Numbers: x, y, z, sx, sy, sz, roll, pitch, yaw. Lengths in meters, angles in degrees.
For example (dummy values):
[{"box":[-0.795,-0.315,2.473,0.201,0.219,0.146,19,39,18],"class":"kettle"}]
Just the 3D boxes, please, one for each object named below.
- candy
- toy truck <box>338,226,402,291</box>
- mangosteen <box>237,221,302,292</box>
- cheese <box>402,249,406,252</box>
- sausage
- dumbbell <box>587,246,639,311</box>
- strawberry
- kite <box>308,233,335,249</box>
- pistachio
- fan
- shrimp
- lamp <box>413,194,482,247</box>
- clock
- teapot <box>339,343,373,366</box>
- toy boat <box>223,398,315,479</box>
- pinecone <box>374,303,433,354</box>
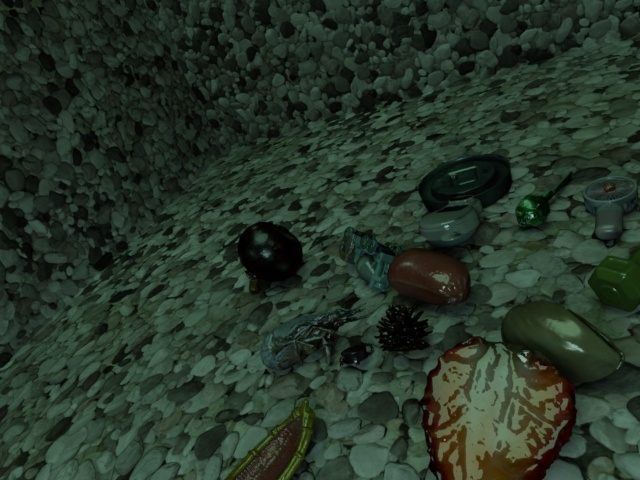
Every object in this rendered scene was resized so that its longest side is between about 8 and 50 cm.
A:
[{"box":[0.683,-0.136,1.508,0.323,0.097,0.097,-34,27,-34],"class":"candy"},{"box":[0.146,0.054,1.559,0.256,0.108,0.140,32,104,62],"class":"toy truck"},{"box":[-0.193,0.066,1.752,0.261,0.235,0.235,-60,28,7],"class":"mangosteen"},{"box":[0.237,0.062,1.559,0.086,0.036,0.162,-41,30,-15],"class":"cheese"},{"box":[0.288,0.098,1.345,0.254,0.148,0.148,15,48,44],"class":"sausage"},{"box":[0.727,0.031,1.122,0.302,0.108,0.121,-36,29,-20],"class":"dumbbell"},{"box":[0.314,0.342,0.911,0.265,0.149,0.336,2,48,31],"class":"strawberry"},{"box":[0.000,0.000,1.901,0.122,0.004,0.090,-28,27,-4],"class":"kite"},{"box":[0.476,0.202,1.016,0.138,0.153,0.238,5,3,-45],"class":"pistachio"},{"box":[0.765,-0.087,1.334,0.130,0.074,0.244,-5,34,33],"class":"fan"},{"box":[-0.015,0.254,1.353,0.343,0.116,0.145,-26,27,16],"class":"shrimp"},{"box":[0.405,-0.050,1.537,0.179,0.108,0.246,1,30,47],"class":"lamp"},{"box":[0.502,-0.197,1.758,0.319,0.066,0.319,-21,27,11],"class":"clock"},{"box":[0.091,0.292,1.275,0.100,0.045,0.068,-17,1,-20],"class":"teapot"},{"box":[-0.118,0.479,1.070,0.318,0.099,0.141,-39,33,-29],"class":"toy boat"},{"box":[0.198,0.213,1.215,0.140,0.140,0.121,-6,76,33],"class":"pinecone"}]
